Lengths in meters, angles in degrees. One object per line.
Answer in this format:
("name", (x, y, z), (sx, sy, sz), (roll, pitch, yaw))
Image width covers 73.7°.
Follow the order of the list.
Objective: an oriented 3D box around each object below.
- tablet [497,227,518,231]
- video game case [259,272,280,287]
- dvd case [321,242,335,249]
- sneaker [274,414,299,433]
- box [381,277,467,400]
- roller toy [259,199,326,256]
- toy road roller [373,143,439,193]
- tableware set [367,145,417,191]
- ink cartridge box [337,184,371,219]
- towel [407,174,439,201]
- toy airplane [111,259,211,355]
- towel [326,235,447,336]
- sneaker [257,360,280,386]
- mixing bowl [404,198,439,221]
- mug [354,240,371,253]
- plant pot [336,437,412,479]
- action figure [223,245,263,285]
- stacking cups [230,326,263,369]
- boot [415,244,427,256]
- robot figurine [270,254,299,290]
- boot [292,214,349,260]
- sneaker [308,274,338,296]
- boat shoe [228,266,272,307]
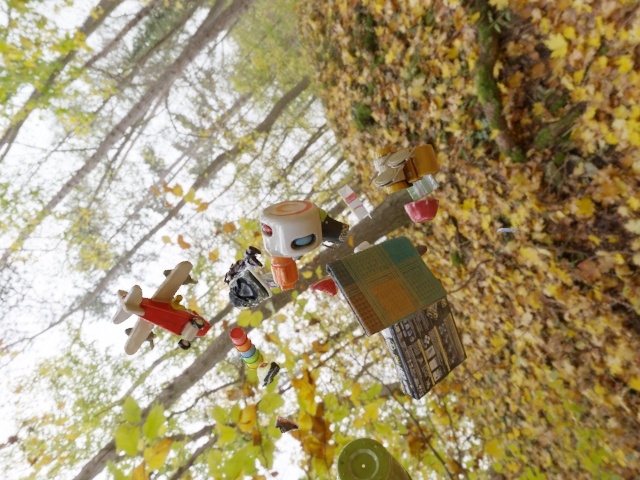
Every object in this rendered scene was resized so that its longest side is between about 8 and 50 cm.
("tablet", (0.925, -0.053, 2.114), (0.054, 0.083, 0.006), (111, 158, -76))
("video game case", (-0.290, 0.244, 2.643), (0.232, 0.210, 0.041), (-18, -73, -64))
("dvd case", (0.009, 0.021, 2.179), (0.087, 0.013, 0.119), (17, 178, 38))
("sneaker", (-0.159, 0.851, 1.956), (0.061, 0.065, 0.158), (4, 151, 44))
("box", (0.419, 0.394, 1.749), (0.097, 0.318, 0.395), (4, 120, 61))
("roller toy", (-0.094, -0.035, 1.367), (0.191, 0.209, 0.146), (-55, -37, -61))
("toy road roller", (0.413, -0.355, 2.016), (0.329, 0.241, 0.202), (-22, -87, -63))
("tableware set", (0.256, -0.247, 1.494), (0.128, 0.194, 0.039), (-5, 133, 49))
("ink cartridge box", (0.180, -0.185, 2.235), (0.198, 0.067, 0.115), (51, -176, -32))
("towel", (0.529, -0.286, 2.231), (0.023, 0.152, 0.113), (-5, -117, -61))
("toy airplane", (-0.709, 0.298, 1.877), (0.272, 0.386, 0.384), (-131, 29, -62))
("towel", (0.223, 0.136, 1.415), (0.370, 0.040, 0.271), (-18, -113, -34))
("sneaker", (-0.250, 0.590, 1.942), (0.081, 0.208, 0.094), (-16, -120, -35))
("mixing bowl", (0.536, -0.148, 2.238), (0.181, 0.181, 0.098), (11, -110, -64))
("mug", (0.185, 0.047, 1.908), (0.062, 0.064, 0.078), (54, 155, 20))
("plant pot", (0.225, 1.071, 1.897), (0.366, 0.366, 0.353), (-113, 4, -53))
("action figure", (-0.425, 0.151, 2.298), (0.099, 0.285, 0.185), (31, -139, -29))
("stacking cups", (-0.362, 0.519, 2.046), (0.096, 0.096, 0.316), (58, 171, 38))
("boot", (0.572, 0.196, 2.499), (0.280, 0.264, 0.096), (52, 178, -14))
("robot figurine", (-0.179, 0.134, 2.104), (0.158, 0.128, 0.219), (-38, -54, -49))
("boot", (0.001, 0.000, 1.761), (0.179, 0.236, 0.085), (21, -167, -28))
("sneaker", (0.035, 0.289, 2.570), (0.221, 0.087, 0.128), (-21, -100, -43))
("boat shoe", (-0.253, 0.172, 1.421), (0.127, 0.113, 0.340), (52, 160, -6))
